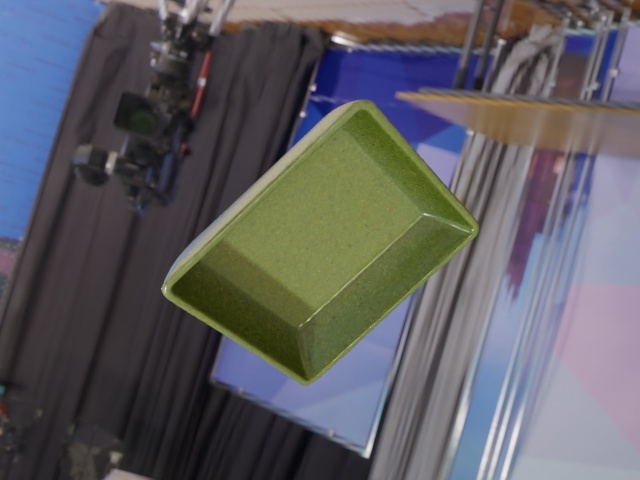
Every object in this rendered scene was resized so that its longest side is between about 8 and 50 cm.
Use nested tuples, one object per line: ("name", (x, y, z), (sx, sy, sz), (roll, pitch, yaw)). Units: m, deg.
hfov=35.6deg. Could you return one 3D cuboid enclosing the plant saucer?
("plant saucer", (0.000, 0.000, 0.727), (0.188, 0.188, 0.045), (41, -171, -47))
